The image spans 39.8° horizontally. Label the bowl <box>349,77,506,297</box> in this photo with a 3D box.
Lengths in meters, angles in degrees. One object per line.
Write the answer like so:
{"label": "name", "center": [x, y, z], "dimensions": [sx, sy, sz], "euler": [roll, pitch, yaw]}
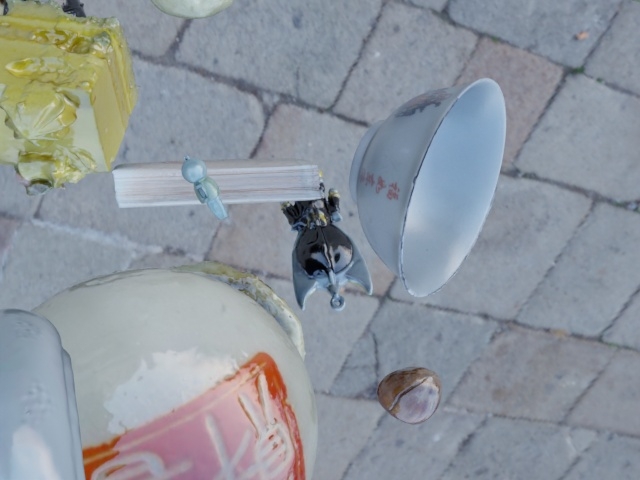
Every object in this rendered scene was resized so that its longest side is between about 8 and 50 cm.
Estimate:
{"label": "bowl", "center": [0.146, -0.099, 1.361], "dimensions": [0.345, 0.157, 0.346], "euler": [-41, 143, -42]}

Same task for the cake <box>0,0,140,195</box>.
{"label": "cake", "center": [-0.464, -0.237, 1.518], "dimensions": [0.222, 0.286, 0.227], "euler": [7, 144, 5]}

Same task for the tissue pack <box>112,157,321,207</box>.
{"label": "tissue pack", "center": [-0.172, -0.098, 1.457], "dimensions": [0.325, 0.170, 0.071], "euler": [-3, 97, -9]}

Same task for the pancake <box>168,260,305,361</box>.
{"label": "pancake", "center": [-0.197, 0.193, 1.718], "dimensions": [0.356, 0.065, 0.356], "euler": [4, 115, 8]}

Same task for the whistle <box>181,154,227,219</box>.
{"label": "whistle", "center": [-0.158, -0.072, 1.202], "dimensions": [0.035, 0.035, 0.100], "euler": [-30, 106, 4]}

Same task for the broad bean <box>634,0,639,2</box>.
{"label": "broad bean", "center": [0.412, -0.330, 1.080], "dimensions": [0.174, 0.124, 0.082], "euler": [17, 79, -20]}

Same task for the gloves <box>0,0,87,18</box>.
{"label": "gloves", "center": [-0.569, -0.500, 1.685], "dimensions": [0.301, 0.197, 0.152], "euler": [39, 146, -19]}

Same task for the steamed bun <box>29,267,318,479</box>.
{"label": "steamed bun", "center": [-0.163, 0.219, 0.874], "dimensions": [0.374, 0.241, 0.374], "euler": [-12, 116, -25]}

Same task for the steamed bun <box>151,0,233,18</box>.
{"label": "steamed bun", "center": [-0.153, -0.375, 1.109], "dimensions": [0.231, 0.212, 0.110], "euler": [-3, 139, -11]}

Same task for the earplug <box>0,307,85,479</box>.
{"label": "earplug", "center": [-0.219, 0.198, 0.518], "dimensions": [0.175, 0.326, 0.214], "euler": [21, 153, -3]}

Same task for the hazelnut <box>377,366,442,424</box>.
{"label": "hazelnut", "center": [0.121, 0.202, 1.165], "dimensions": [0.086, 0.086, 0.086], "euler": [-10, 129, -12]}

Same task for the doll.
{"label": "doll", "center": [-0.005, 0.001, 1.815], "dimensions": [0.145, 0.316, 0.103], "euler": [-3, 155, -27]}
